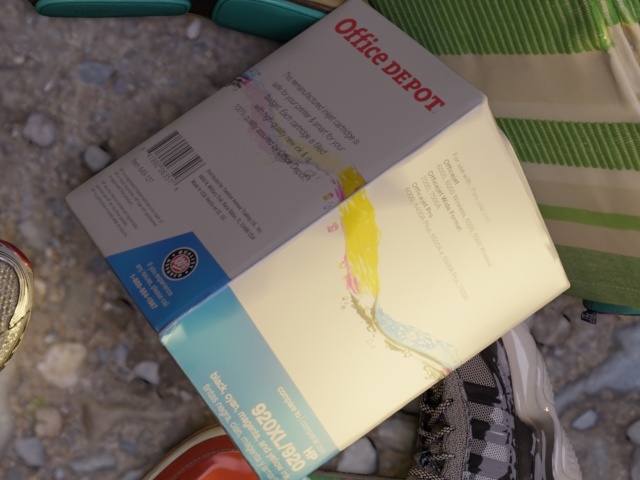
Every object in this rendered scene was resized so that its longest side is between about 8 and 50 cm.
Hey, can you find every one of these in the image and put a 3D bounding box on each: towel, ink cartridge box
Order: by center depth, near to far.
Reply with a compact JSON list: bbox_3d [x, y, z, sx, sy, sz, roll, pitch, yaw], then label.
[{"bbox_3d":[0.136,-0.093,1.043,0.038,0.248,0.325,-40,113,-21],"label":"towel"},{"bbox_3d":[0.000,0.000,1.044,0.232,0.171,0.168,-35,129,-5],"label":"ink cartridge box"}]

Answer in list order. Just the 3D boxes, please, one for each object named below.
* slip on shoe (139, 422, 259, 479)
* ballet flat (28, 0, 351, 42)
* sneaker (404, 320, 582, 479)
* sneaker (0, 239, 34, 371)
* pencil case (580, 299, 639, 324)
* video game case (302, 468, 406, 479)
[{"bbox_3d":[-0.115,0.271,1.115,0.123,0.101,0.331,34,86,-15],"label":"slip on shoe"},{"bbox_3d":[-0.074,-0.175,1.082,0.232,0.080,0.073,4,80,-17],"label":"ballet flat"},{"bbox_3d":[0.082,0.144,1.132,0.153,0.101,0.268,-24,95,-20],"label":"sneaker"},{"bbox_3d":[-0.258,0.096,1.056,0.088,0.093,0.225,40,85,-17],"label":"sneaker"},{"bbox_3d":[0.214,-0.019,1.184,0.064,0.070,0.152,-7,100,-41],"label":"pencil case"},{"bbox_3d":[0.056,0.275,1.202,0.193,0.023,0.212,8,95,-16],"label":"video game case"}]
